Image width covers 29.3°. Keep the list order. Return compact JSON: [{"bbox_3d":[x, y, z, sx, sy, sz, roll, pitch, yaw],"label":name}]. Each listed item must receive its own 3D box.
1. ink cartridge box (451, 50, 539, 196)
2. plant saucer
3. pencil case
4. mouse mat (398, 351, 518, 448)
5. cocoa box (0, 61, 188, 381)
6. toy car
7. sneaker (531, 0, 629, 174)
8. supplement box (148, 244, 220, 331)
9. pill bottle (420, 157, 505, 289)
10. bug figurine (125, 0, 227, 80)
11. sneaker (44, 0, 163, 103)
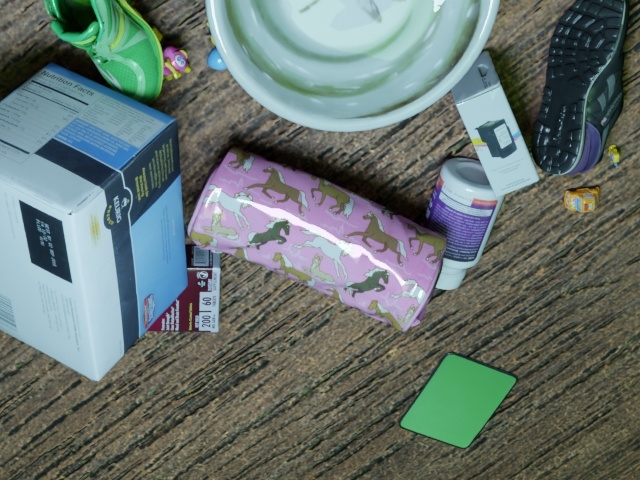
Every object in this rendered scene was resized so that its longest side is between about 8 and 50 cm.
[{"bbox_3d":[0.254,-0.175,1.819,0.072,0.127,0.175,-22,121,11],"label":"ink cartridge box"},{"bbox_3d":[0.040,-0.347,1.634,0.400,0.100,0.401,-5,116,-10],"label":"plant saucer"},{"bbox_3d":[0.000,0.000,1.836,0.386,0.160,0.167,22,160,-1],"label":"pencil case"},{"bbox_3d":[0.245,0.288,2.184,0.152,0.007,0.190,22,119,-18],"label":"mouse mat"},{"bbox_3d":[-0.343,-0.025,1.709,0.231,0.228,0.347,25,140,20],"label":"cocoa box"},{"bbox_3d":[0.430,-0.094,1.939,0.060,0.040,0.122,8,122,-10],"label":"toy car"},{"bbox_3d":[0.405,-0.238,1.830,0.124,0.107,0.283,-4,116,-46],"label":"sneaker"},{"bbox_3d":[-0.281,0.076,1.957,0.239,0.073,0.130,1,123,-5],"label":"supplement box"},{"bbox_3d":[0.214,-0.023,1.923,0.108,0.108,0.194,10,120,-12],"label":"pill bottle"},{"bbox_3d":[-0.215,-0.309,1.686,0.216,0.072,0.279,-23,125,33],"label":"bug figurine"},{"bbox_3d":[-0.301,-0.284,1.600,0.109,0.124,0.296,2,140,25],"label":"sneaker"}]
